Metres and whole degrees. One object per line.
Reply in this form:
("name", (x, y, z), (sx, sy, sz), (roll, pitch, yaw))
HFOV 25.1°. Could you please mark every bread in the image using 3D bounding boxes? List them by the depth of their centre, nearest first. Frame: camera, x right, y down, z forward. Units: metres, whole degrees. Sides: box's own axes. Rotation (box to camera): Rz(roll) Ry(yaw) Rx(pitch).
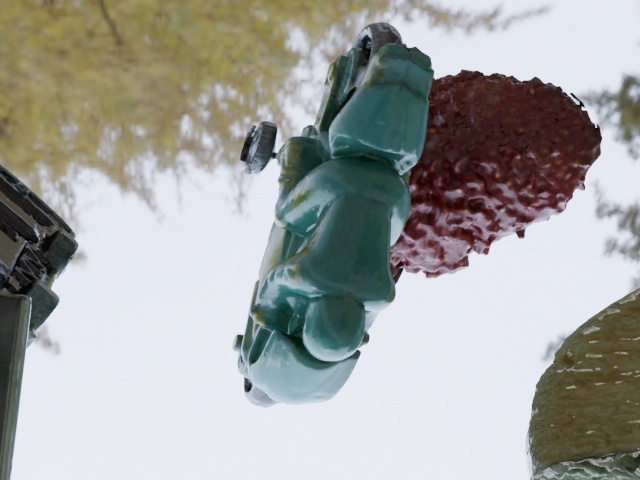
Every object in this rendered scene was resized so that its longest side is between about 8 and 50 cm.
("bread", (0.163, 0.044, 0.502), (0.193, 0.036, 0.112), (-9, -150, 5))

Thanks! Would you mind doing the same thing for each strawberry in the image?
("strawberry", (0.093, -0.066, 1.087), (0.087, 0.208, 0.167), (-3, -117, -54))

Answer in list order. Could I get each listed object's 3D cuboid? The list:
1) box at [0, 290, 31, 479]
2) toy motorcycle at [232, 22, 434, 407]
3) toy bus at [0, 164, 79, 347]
("box", (-0.258, 0.094, 0.592), (0.270, 0.045, 0.210), (10, -97, -31))
("toy motorcycle", (0.001, -0.002, 0.976), (0.109, 0.296, 0.198), (15, -166, -14))
("toy bus", (-0.274, 0.031, 1.050), (0.128, 0.262, 0.150), (42, -81, -13))
